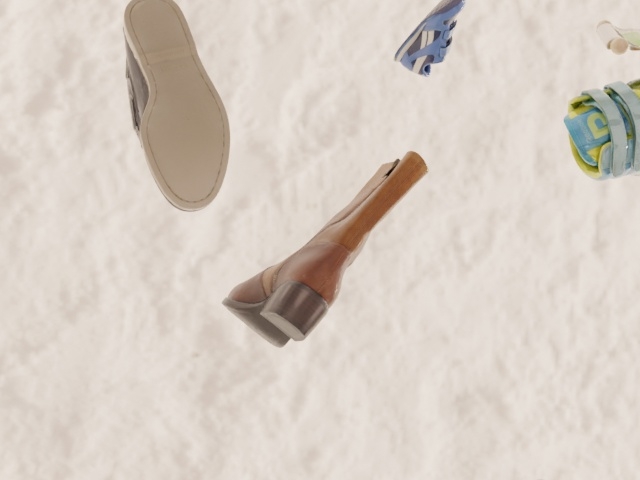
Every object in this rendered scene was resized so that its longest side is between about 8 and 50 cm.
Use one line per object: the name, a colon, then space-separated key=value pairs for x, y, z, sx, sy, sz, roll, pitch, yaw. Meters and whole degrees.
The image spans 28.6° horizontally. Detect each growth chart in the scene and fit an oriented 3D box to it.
growth chart: x=0.379 y=-0.191 z=1.200 sx=0.237 sy=0.172 sz=0.021 roll=1 pitch=106 yaw=-2

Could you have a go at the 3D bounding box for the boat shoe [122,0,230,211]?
boat shoe: x=-0.125 y=-0.109 z=1.065 sx=0.075 sy=0.065 sz=0.206 roll=-9 pitch=67 yaw=-16

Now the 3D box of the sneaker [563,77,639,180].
sneaker: x=0.399 y=-0.160 z=1.418 sx=0.208 sy=0.319 sz=0.127 roll=-8 pitch=62 yaw=-25

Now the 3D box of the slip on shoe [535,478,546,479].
slip on shoe: x=0.288 y=0.329 z=1.434 sx=0.135 sy=0.051 sz=0.041 roll=47 pitch=22 yaw=14

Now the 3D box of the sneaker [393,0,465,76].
sneaker: x=0.158 y=-0.277 z=1.693 sx=0.059 sy=0.144 sz=0.053 roll=42 pitch=46 yaw=-2

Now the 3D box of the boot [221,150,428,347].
boot: x=0.000 y=0.000 z=1.645 sx=0.096 sy=0.264 sz=0.280 roll=39 pitch=73 yaw=-7
